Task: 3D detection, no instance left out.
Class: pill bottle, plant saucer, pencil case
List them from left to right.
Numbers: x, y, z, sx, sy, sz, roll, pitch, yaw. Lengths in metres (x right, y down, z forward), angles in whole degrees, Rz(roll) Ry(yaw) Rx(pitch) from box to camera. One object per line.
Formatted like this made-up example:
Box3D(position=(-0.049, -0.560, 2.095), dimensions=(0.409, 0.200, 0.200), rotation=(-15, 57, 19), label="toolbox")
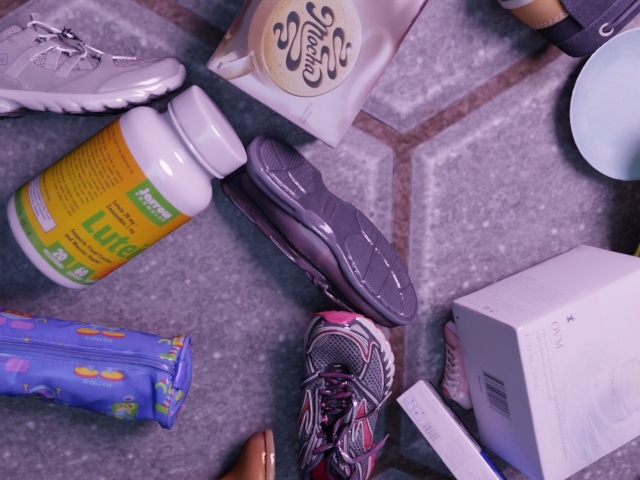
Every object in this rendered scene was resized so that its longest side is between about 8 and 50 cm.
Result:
Box3D(position=(-0.309, 0.150, 0.815), dimensions=(0.306, 0.133, 0.119), rotation=(11, 70, -12), label="pencil case")
Box3D(position=(-0.210, -0.063, 0.754), dimensions=(0.245, 0.136, 0.136), rotation=(-33, 107, 8), label="pill bottle")
Box3D(position=(0.409, -0.177, 0.875), dimensions=(0.195, 0.037, 0.195), rotation=(-2, 104, -8), label="plant saucer")

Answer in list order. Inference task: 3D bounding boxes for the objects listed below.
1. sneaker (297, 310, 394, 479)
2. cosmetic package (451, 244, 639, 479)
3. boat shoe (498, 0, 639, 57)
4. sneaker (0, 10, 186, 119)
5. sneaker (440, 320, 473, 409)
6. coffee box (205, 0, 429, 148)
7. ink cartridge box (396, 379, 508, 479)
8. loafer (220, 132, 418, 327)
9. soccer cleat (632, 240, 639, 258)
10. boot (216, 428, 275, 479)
Box3D(position=(0.028, 0.229, 0.861), dimensions=(0.121, 0.112, 0.299), rotation=(5, 112, 15), label="sneaker")
Box3D(position=(0.319, 0.154, 0.873), dimensions=(0.224, 0.138, 0.224), rotation=(-21, 107, -20), label="cosmetic package")
Box3D(position=(0.422, -0.408, 0.747), dimensions=(0.500, 0.187, 0.156), rotation=(-43, 111, 10), label="boat shoe")
Box3D(position=(-0.291, -0.195, 0.738), dimensions=(0.281, 0.105, 0.115), rotation=(-4, 99, -10), label="sneaker")
Box3D(position=(0.191, 0.180, 0.932), dimensions=(0.070, 0.051, 0.134), rotation=(-34, 111, -4), label="sneaker")
Box3D(position=(0.021, -0.276, 0.751), dimensions=(0.168, 0.119, 0.297), rotation=(32, 99, -14), label="coffee box")
Box3D(position=(0.187, 0.279, 0.882), dimensions=(0.046, 0.097, 0.207), rotation=(-40, 70, 4), label="ink cartridge box")
Box3D(position=(0.000, 0.000, 0.846), dimensions=(0.095, 0.109, 0.302), rotation=(-31, 108, 39), label="loafer")
Box3D(position=(0.453, -0.030, 0.877), dimensions=(0.093, 0.121, 0.289), rotation=(1, 108, 3), label="soccer cleat")
Box3D(position=(-0.186, 0.366, 0.914), dimensions=(0.220, 0.109, 0.283), rotation=(16, 109, -8), label="boot")
